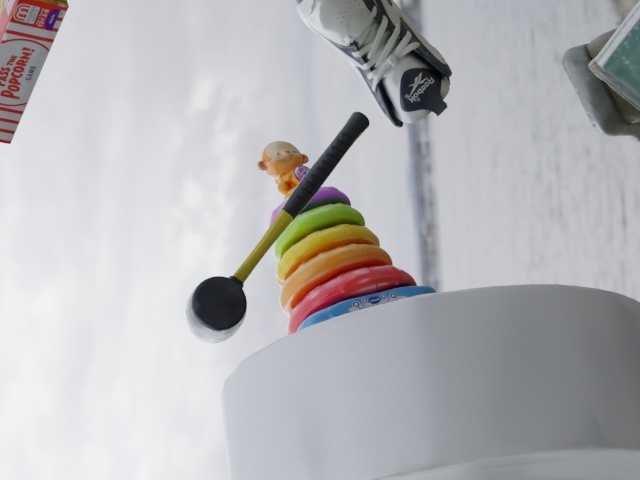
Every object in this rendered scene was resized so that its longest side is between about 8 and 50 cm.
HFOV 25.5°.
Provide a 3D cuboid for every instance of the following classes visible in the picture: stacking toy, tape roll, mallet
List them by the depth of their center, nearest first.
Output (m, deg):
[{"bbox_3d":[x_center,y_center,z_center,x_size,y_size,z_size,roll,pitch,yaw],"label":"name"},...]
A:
[{"bbox_3d":[0.083,0.125,0.881,0.286,0.286,0.100,76,-175,-66],"label":"tape roll"},{"bbox_3d":[-0.026,-0.013,0.939,0.189,0.039,0.062,-54,-1,-8],"label":"mallet"},{"bbox_3d":[0.000,0.000,1.690,0.165,0.175,0.301,114,139,-55],"label":"stacking toy"}]

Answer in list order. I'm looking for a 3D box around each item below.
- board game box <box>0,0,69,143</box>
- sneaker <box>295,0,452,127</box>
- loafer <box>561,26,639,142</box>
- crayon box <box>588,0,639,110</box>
[{"bbox_3d":[-0.273,-0.200,1.206,0.146,0.045,0.193,-59,37,32],"label":"board game box"},{"bbox_3d":[0.072,-0.197,1.490,0.153,0.094,0.235,48,180,26],"label":"sneaker"},{"bbox_3d":[0.258,-0.129,1.085,0.094,0.087,0.251,63,-157,0],"label":"loafer"},{"bbox_3d":[0.250,-0.176,0.514,0.202,0.081,0.318,-27,-25,-56],"label":"crayon box"}]
